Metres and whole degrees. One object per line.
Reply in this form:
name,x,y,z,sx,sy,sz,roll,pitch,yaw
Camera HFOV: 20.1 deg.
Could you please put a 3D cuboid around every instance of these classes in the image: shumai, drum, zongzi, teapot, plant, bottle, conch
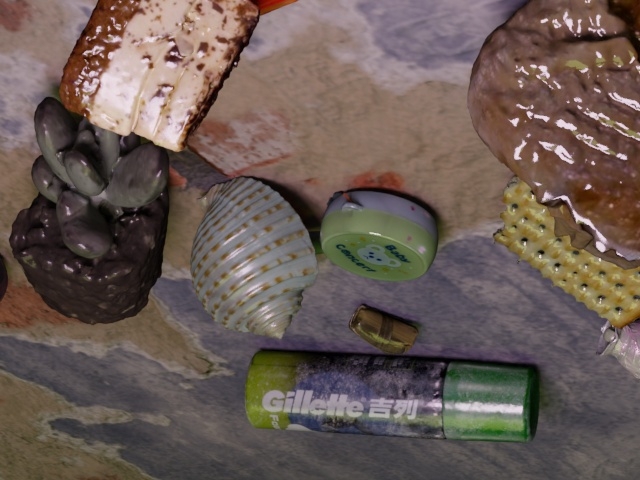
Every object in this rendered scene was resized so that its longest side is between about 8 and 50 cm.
shumai,0.291,-0.078,1.490,0.346,0.217,0.283,18,-179,6
drum,0.015,0.009,1.819,0.130,0.049,0.253,29,152,-31
zongzi,0.060,0.101,2.000,0.076,0.040,0.083,24,168,-12
teapot,0.325,0.107,1.896,0.064,0.064,0.083,21,-177,-6
plant,-0.219,-0.032,1.713,0.146,0.149,0.274,11,150,-2
bottle,0.082,0.179,2.069,0.330,0.093,0.093,2,151,16
conch,-0.070,0.023,1.762,0.135,0.102,0.153,-28,104,34

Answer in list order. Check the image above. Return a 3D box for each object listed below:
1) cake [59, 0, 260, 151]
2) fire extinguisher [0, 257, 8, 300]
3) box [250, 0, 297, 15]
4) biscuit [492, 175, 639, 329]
cake,-0.130,-0.133,1.412,0.112,0.135,0.246,28,174,-5
fire extinguisher,-0.464,0.077,2.045,0.252,0.106,0.075,-14,164,37
box,-0.073,-0.290,1.239,0.197,0.089,0.313,-18,142,40
biscuit,0.247,0.002,1.688,0.203,0.016,0.144,36,140,-12
